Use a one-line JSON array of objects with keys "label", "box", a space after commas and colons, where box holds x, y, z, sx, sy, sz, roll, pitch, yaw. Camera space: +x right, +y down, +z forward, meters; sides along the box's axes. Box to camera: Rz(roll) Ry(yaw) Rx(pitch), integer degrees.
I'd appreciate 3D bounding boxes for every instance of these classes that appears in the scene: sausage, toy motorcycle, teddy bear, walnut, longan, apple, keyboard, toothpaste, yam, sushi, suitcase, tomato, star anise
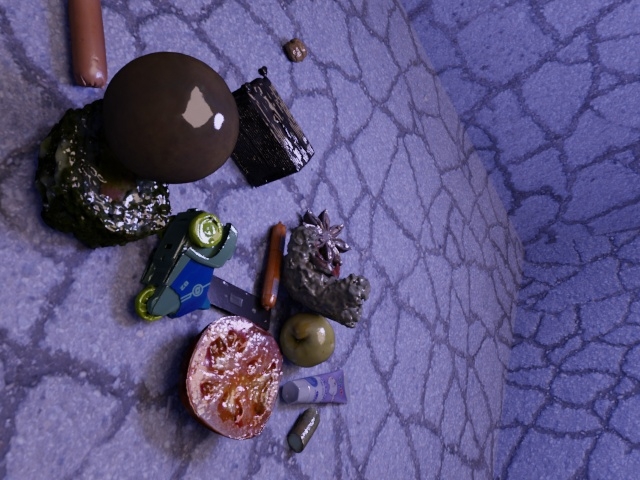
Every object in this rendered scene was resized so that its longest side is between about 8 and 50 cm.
[{"label": "sausage", "box": [-0.156, 0.079, 1.803, 0.053, 0.053, 0.348, 37, 46, -39]}, {"label": "toy motorcycle", "box": [-0.365, 0.085, 1.462, 0.200, 0.191, 0.327, 37, 64, -39]}, {"label": "teddy bear", "box": [0.021, 0.161, 1.857, 0.224, 0.357, 0.367, -47, 155, -3]}, {"label": "walnut", "box": [-0.097, -0.768, 2.165, 0.079, 0.082, 0.096, -43, 116, -19]}, {"label": "longan", "box": [-0.335, -0.279, 1.235, 0.318, 0.318, 0.319, 21, 62, -47]}, {"label": "apple", "box": [-0.041, 0.333, 1.782, 0.200, 0.200, 0.200, 21, 62, -47]}, {"label": "keyboard", "box": [-0.270, 0.192, 1.659, 0.317, 0.027, 0.106, 36, 49, -41]}, {"label": "toothpaste", "box": [0.001, 0.519, 1.874, 0.371, 0.079, 0.125, 19, 60, -56]}, {"label": "yam", "box": [-0.053, 0.623, 1.762, 0.070, 0.069, 0.146, 62, 38, -17]}, {"label": "sausage", "box": [-0.616, -0.538, 1.412, 0.086, 0.086, 0.289, 3, 74, -52]}, {"label": "sushi", "box": [-0.531, -0.163, 1.316, 0.294, 0.178, 0.352, 13, 68, -50]}, {"label": "suitcase", "box": [-0.197, -0.362, 1.769, 0.335, 0.229, 0.152, 55, 42, -24]}, {"label": "tomato", "box": [-0.270, 0.379, 1.500, 0.338, 0.143, 0.339, 19, 63, -43]}, {"label": "star anise", "box": [0.000, 0.001, 2.008, 0.223, 0.109, 0.236, 4, 61, -50]}]
